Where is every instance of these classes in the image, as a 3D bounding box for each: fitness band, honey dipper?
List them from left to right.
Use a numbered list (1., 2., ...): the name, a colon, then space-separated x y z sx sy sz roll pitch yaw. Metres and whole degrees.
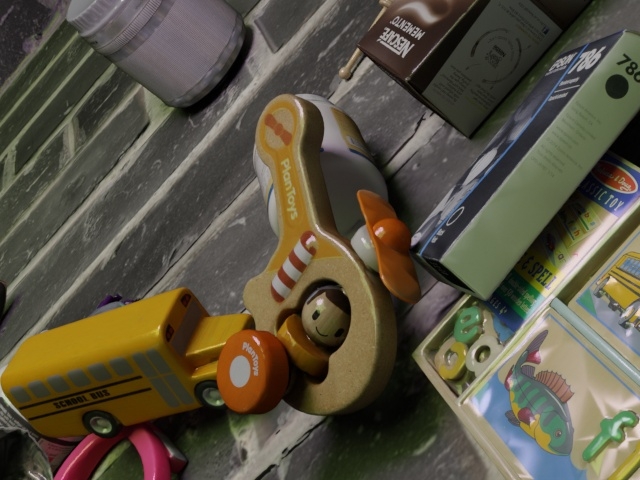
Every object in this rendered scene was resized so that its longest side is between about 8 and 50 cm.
1. fitness band: -0.270 0.328 1.246 0.209 0.054 0.291 -58 30 -7
2. honey dipper: 0.075 -0.306 1.443 0.161 0.030 0.030 -58 31 -2

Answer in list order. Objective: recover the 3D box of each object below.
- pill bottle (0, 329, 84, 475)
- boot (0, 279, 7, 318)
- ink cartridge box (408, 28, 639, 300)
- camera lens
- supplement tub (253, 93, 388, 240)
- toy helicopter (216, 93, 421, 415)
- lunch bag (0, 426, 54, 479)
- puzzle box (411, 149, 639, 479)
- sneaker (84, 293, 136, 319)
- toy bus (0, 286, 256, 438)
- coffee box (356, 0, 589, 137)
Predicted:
1. pill bottle: -0.435 0.277 1.418 0.278 0.162 0.162 -50 31 5
2. boot: -0.651 0.182 1.905 0.137 0.077 0.198 28 96 55
3. ink cartridge box: 0.217 -0.095 0.932 0.333 0.065 0.165 -50 7 -3
4. camera lens: -0.290 -0.392 1.781 0.219 0.274 0.219 -34 36 29
5. supplement tub: -0.006 -0.084 1.214 0.144 0.144 0.200 -43 32 16
6. toy helicopter: 0.000 0.000 1.005 0.235 0.140 0.355 -31 61 40
7. lunch bag: -0.394 0.375 1.088 0.235 0.169 0.287 -51 34 43
8. puzzle box: 0.252 0.105 0.764 0.272 0.052 0.409 -49 31 6
9. sneaker: -0.305 0.131 1.469 0.098 0.083 0.223 -54 30 -11
10. toy bus: -0.227 0.152 1.221 0.332 0.130 0.108 -18 28 27
11. coffee box: 0.202 -0.289 1.162 0.297 0.119 0.168 -49 32 7
